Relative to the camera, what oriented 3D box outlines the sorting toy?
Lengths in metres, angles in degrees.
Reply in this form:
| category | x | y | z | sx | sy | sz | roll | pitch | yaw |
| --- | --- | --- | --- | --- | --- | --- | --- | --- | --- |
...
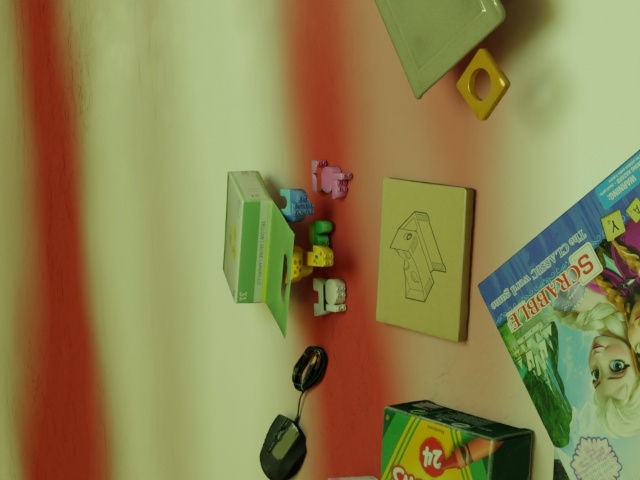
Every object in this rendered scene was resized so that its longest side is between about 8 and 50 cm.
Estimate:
| category | x | y | z | sx | sy | sz | roll | pitch | yaw |
| --- | --- | --- | --- | --- | --- | --- | --- | --- | --- |
| sorting toy | 0.148 | -0.296 | 1.676 | 0.196 | 0.047 | 0.348 | -44 | 60 | 48 |

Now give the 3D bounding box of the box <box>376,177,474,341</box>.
| category | x | y | z | sx | sy | sz | roll | pitch | yaw |
| --- | --- | --- | --- | --- | --- | --- | --- | --- | --- |
| box | 0.137 | 0.022 | 1.820 | 0.164 | 0.021 | 0.201 | 11 | 102 | 50 |

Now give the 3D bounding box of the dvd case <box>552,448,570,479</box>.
| category | x | y | z | sx | sy | sz | roll | pitch | yaw |
| --- | --- | --- | --- | --- | --- | --- | --- | --- | --- |
| dvd case | 0.324 | 0.287 | 1.614 | 0.119 | 0.013 | 0.087 | 10 | 100 | 48 |

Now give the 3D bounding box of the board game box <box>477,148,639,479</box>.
| category | x | y | z | sx | sy | sz | roll | pitch | yaw |
| --- | --- | --- | --- | --- | --- | --- | --- | --- | --- |
| board game box | 0.354 | 0.101 | 1.513 | 0.319 | 0.066 | 0.318 | -46 | 58 | 39 |

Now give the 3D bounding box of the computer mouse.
| category | x | y | z | sx | sy | sz | roll | pitch | yaw |
| --- | --- | --- | --- | --- | --- | --- | --- | --- | --- |
| computer mouse | -0.044 | 0.262 | 2.042 | 0.071 | 0.041 | 0.242 | 38 | 120 | 44 |

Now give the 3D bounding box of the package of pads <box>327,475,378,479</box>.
| category | x | y | z | sx | sy | sz | roll | pitch | yaw |
| --- | --- | --- | --- | --- | --- | --- | --- | --- | --- |
| package of pads | 0.041 | 0.357 | 1.910 | 0.032 | 0.083 | 0.050 | 45 | 122 | 46 |

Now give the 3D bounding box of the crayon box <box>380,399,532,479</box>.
| category | x | y | z | sx | sy | sz | roll | pitch | yaw |
| --- | --- | --- | --- | --- | --- | --- | --- | --- | --- |
| crayon box | 0.168 | 0.384 | 1.759 | 0.202 | 0.081 | 0.319 | 9 | 100 | 50 |

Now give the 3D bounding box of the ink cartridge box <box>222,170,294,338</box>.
| category | x | y | z | sx | sy | sz | roll | pitch | yaw |
| --- | --- | --- | --- | --- | --- | --- | --- | --- | --- |
| ink cartridge box | -0.095 | 0.018 | 1.995 | 0.235 | 0.056 | 0.171 | -117 | 29 | -62 |

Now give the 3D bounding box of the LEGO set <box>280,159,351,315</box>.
| category | x | y | z | sx | sy | sz | roll | pitch | yaw |
| --- | --- | --- | --- | --- | --- | --- | --- | --- | --- |
| LEGO set | 0.000 | 0.000 | 1.935 | 0.093 | 0.087 | 0.227 | 3 | 96 | 51 |
